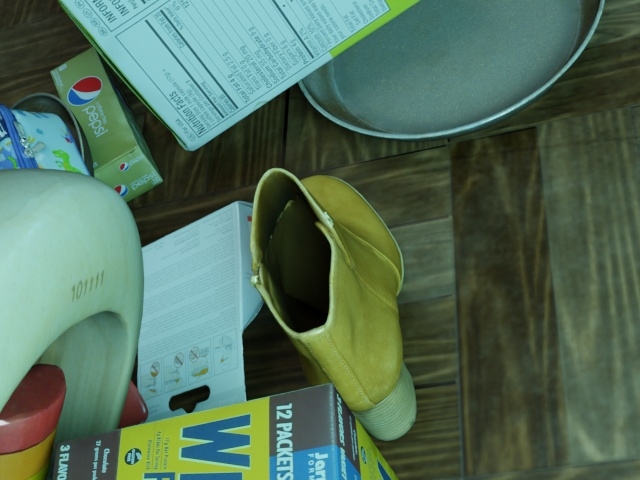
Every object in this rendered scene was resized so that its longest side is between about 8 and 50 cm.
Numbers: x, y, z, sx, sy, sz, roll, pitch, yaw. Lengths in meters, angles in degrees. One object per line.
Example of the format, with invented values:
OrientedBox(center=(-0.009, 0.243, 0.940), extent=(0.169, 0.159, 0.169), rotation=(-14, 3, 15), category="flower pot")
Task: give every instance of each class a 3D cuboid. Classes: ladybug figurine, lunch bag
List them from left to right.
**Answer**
OrientedBox(center=(-0.263, 0.143, 0.818), extent=(0.161, 0.449, 0.305), rotation=(24, 22, 13), category="ladybug figurine")
OrientedBox(center=(-0.299, -0.005, 1.076), extent=(0.219, 0.090, 0.176), rotation=(-46, 57, 29), category="lunch bag")

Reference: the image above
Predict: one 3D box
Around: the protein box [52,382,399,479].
OrientedBox(center=(-0.051, 0.220, 0.787), extent=(0.201, 0.200, 0.136), rotation=(-14, 51, 14), category="protein box")

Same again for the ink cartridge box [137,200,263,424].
OrientedBox(center=(-0.100, 0.072, 0.999), extent=(0.145, 0.045, 0.179), rotation=(-23, 64, 40), category="ink cartridge box")

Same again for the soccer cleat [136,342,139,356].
OrientedBox(center=(-0.194, 0.085, 1.067), extent=(0.083, 0.029, 0.036), rotation=(8, 51, 25), category="soccer cleat")

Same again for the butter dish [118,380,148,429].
OrientedBox(center=(-0.248, 0.108, 1.013), extent=(0.159, 0.160, 0.118), rotation=(-27, 23, 11), category="butter dish")

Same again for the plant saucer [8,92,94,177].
OrientedBox(center=(-0.282, -0.047, 1.152), extent=(0.198, 0.036, 0.199), rotation=(-10, 76, 41), category="plant saucer")

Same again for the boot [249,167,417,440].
OrientedBox(center=(-0.001, 0.001, 0.919), extent=(0.104, 0.211, 0.295), rotation=(-23, 50, 6), category="boot")

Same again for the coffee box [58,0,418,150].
OrientedBox(center=(-0.118, -0.364, 1.109), extent=(0.334, 0.338, 0.338), rotation=(-33, 39, 7), category="coffee box")

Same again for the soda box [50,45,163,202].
OrientedBox(center=(-0.226, -0.121, 1.208), extent=(0.058, 0.061, 0.181), rotation=(-30, 49, 0), category="soda box")

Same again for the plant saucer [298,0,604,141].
OrientedBox(center=(0.124, -0.209, 1.125), extent=(0.310, 0.050, 0.311), rotation=(-12, 52, 15), category="plant saucer")
